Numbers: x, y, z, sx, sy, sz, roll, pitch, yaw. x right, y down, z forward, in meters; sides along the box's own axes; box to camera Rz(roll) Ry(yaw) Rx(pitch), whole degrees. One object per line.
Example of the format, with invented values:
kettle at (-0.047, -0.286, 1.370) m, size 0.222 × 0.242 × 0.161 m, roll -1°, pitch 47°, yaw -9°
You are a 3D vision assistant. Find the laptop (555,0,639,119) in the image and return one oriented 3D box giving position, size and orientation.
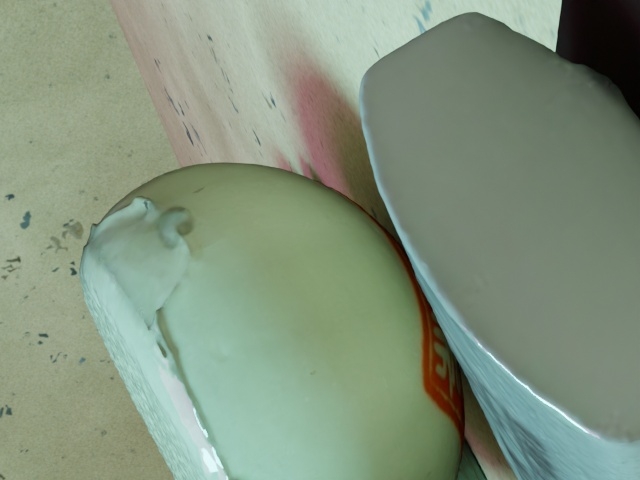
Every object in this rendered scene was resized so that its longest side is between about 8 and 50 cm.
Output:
laptop at (0.146, -0.016, 0.560) m, size 0.207 × 0.026 × 0.154 m, roll 62°, pitch 174°, yaw 22°

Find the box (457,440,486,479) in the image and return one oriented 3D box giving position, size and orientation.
box at (0.068, 0.252, 1.474) m, size 0.226 × 0.149 × 0.226 m, roll 62°, pitch 172°, yaw 15°

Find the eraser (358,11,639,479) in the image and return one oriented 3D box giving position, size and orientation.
eraser at (0.106, 0.047, 0.628) m, size 0.174 × 0.095 × 0.270 m, roll 59°, pitch -179°, yaw 30°

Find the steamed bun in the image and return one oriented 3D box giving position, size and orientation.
steamed bun at (-0.022, 0.103, 1.230) m, size 0.374 × 0.241 × 0.374 m, roll 57°, pitch 164°, yaw 27°
